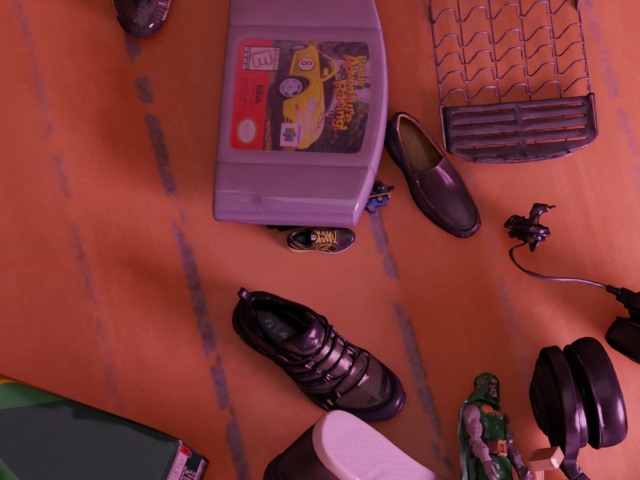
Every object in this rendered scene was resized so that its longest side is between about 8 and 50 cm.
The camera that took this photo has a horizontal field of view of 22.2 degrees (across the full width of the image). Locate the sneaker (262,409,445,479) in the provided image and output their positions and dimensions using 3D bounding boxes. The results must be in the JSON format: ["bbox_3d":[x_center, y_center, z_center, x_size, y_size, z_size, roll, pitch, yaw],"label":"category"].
[{"bbox_3d":[0.059,0.312,1.829,0.296,0.147,0.104,43,43,-19],"label":"sneaker"}]

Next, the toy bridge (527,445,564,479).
[{"bbox_3d":[0.277,0.312,1.819,0.188,0.063,0.026,59,42,-19],"label":"toy bridge"}]

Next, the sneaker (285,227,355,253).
[{"bbox_3d":[0.000,0.000,1.910,0.083,0.035,0.031,-7,80,-1],"label":"sneaker"}]

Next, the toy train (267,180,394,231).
[{"bbox_3d":[0.011,-0.038,1.922,0.158,0.027,0.036,-13,83,-2],"label":"toy train"}]

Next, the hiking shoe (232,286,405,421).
[{"bbox_3d":[-0.005,0.132,1.845,0.227,0.114,0.086,31,81,6],"label":"hiking shoe"}]

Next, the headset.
[{"bbox_3d":[0.336,0.137,1.855,0.243,0.185,0.394,-34,96,-2],"label":"headset"}]

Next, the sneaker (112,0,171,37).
[{"bbox_3d":[-0.213,-0.362,1.944,0.078,0.106,0.234,5,79,2],"label":"sneaker"}]

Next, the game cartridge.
[{"bbox_3d":[-0.019,-0.162,1.914,0.196,0.060,0.294,2,74,3],"label":"game cartridge"}]

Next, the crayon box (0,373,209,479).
[{"bbox_3d":[-0.290,0.211,1.706,0.313,0.363,0.106,20,80,4],"label":"crayon box"}]

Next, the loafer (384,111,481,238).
[{"bbox_3d":[0.129,-0.076,1.911,0.062,0.061,0.170,-37,82,-7],"label":"loafer"}]

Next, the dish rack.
[{"bbox_3d":[0.227,-0.228,1.934,0.208,0.074,0.271,-5,79,0],"label":"dish rack"}]

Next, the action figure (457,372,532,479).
[{"bbox_3d":[0.193,0.262,1.829,0.063,0.137,0.232,-18,69,36],"label":"action figure"}]
